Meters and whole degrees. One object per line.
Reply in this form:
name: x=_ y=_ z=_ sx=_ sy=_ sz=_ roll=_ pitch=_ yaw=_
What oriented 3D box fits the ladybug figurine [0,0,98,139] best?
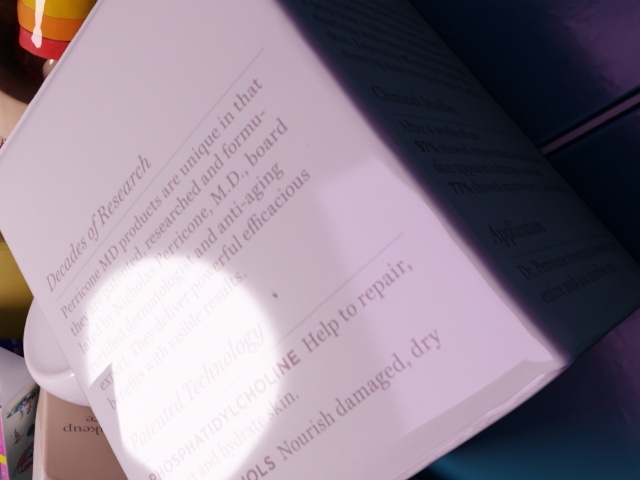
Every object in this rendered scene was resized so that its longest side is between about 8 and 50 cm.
ladybug figurine: x=-0.313 y=-0.319 z=0.860 sx=0.449 sy=0.305 sz=0.162 roll=-62 pitch=31 yaw=36

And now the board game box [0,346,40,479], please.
board game box: x=-0.546 y=0.278 z=1.105 sx=0.224 sy=0.097 sz=0.303 roll=23 pitch=130 yaw=9

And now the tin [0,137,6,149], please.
tin: x=-0.427 y=-0.178 z=1.054 sx=0.040 sy=0.106 sz=0.189 roll=28 pitch=127 yaw=31

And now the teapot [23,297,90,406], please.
teapot: x=-0.249 y=0.112 z=0.935 sx=0.252 sy=0.187 sz=0.256 roll=-43 pitch=45 yaw=10

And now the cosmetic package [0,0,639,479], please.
cosmetic package: x=0.000 y=0.000 z=0.603 sx=0.327 sy=0.329 sz=0.393 roll=-45 pitch=69 yaw=27

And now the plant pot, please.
plant pot: x=-0.581 y=0.041 z=1.173 sx=0.212 sy=0.187 sz=0.212 roll=35 pitch=117 yaw=29

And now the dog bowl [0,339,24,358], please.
dog bowl: x=-0.666 y=0.226 z=1.321 sx=0.265 sy=0.104 sz=0.264 roll=7 pitch=101 yaw=38

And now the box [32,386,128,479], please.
box: x=-0.296 y=0.284 z=0.926 sx=0.311 sy=0.148 sz=0.121 roll=-128 pitch=50 yaw=-58

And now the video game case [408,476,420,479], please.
video game case: x=0.072 y=0.393 z=0.748 sx=0.244 sy=0.061 sz=0.269 roll=25 pitch=93 yaw=31
